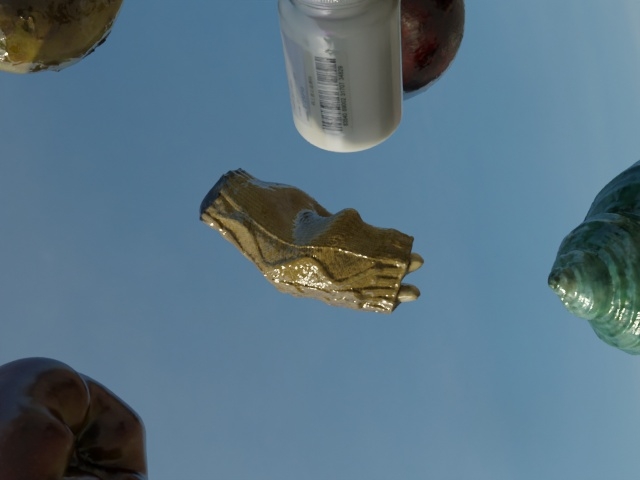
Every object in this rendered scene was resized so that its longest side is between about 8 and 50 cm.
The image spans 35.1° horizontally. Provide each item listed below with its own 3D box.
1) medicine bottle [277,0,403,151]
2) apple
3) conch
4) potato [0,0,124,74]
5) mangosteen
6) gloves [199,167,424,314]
[{"bbox_3d":[0.018,-0.172,0.860,0.186,0.103,0.102,82,-157,-50],"label":"medicine bottle"},{"bbox_3d":[-0.346,0.281,1.124,0.288,0.317,0.288,42,-150,-31],"label":"apple"},{"bbox_3d":[0.308,0.019,1.022,0.202,0.134,0.196,-17,-87,-56],"label":"conch"},{"bbox_3d":[-0.304,-0.276,1.104,0.200,0.081,0.164,-44,-85,-13],"label":"potato"},{"bbox_3d":[0.062,-0.248,1.110,0.210,0.210,0.209,14,-107,-57],"label":"mangosteen"},{"bbox_3d":[-0.013,0.011,1.532,0.203,0.357,0.155,7,-76,-80],"label":"gloves"}]
